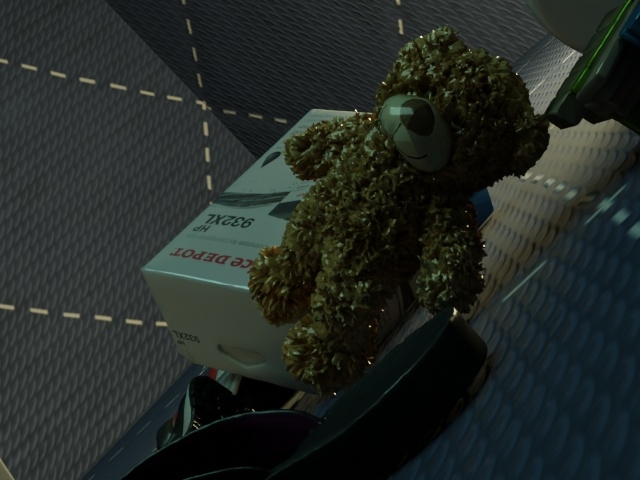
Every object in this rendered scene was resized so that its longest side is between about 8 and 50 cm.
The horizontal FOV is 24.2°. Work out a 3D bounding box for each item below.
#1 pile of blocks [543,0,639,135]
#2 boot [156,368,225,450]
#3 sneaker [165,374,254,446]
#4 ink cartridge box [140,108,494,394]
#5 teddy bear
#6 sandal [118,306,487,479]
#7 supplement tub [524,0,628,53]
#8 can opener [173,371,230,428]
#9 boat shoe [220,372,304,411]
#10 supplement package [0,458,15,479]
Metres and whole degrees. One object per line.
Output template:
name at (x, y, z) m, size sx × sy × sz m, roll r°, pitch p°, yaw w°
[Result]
pile of blocks at (0.281, -0.149, 1.085) m, size 0.149 × 0.112 × 0.362 m, roll -58°, pitch 0°, yaw -23°
boot at (-0.141, 0.206, 1.970) m, size 0.176 × 0.088 × 0.244 m, roll -44°, pitch 6°, yaw 18°
sneaker at (-0.121, 0.215, 1.365) m, size 0.124 × 0.107 × 0.283 m, roll -49°, pitch 2°, yaw 10°
ink cartridge box at (0.000, 0.000, 1.570) m, size 0.223 × 0.129 × 0.307 m, roll 9°, pitch 43°, yaw 41°
teddy bear at (0.043, -0.021, 1.271) m, size 0.338 × 0.113 × 0.245 m, roll -38°, pitch 50°, yaw 40°
sandal at (-0.069, 0.177, 1.074) m, size 0.446 × 0.107 × 0.167 m, roll -43°, pitch 3°, yaw 23°
supplement tub at (0.311, -0.303, 1.440) m, size 0.241 × 0.241 × 0.331 m, roll -43°, pitch 3°, yaw 22°
can opener at (-0.051, 0.159, 1.749) m, size 0.283 × 0.076 × 0.095 m, roll -45°, pitch -29°, yaw -23°
boat shoe at (-0.046, 0.131, 1.617) m, size 0.088 × 0.096 × 0.267 m, roll -34°, pitch 10°, yaw 50°
supplement package at (-0.342, 0.273, 1.222) m, size 0.175 × 0.293 × 0.177 m, roll -11°, pitch 25°, yaw 42°
